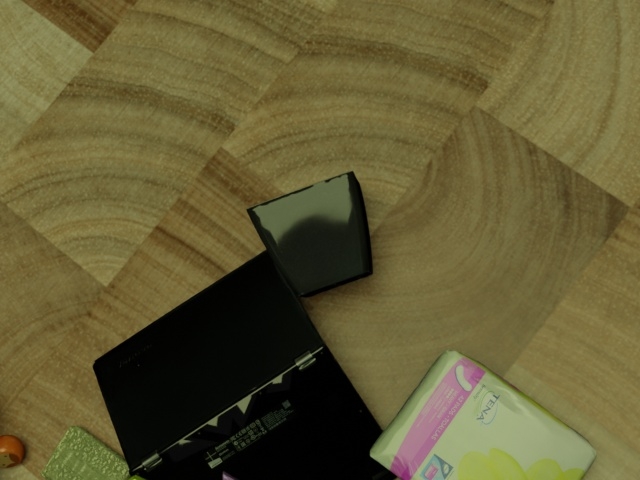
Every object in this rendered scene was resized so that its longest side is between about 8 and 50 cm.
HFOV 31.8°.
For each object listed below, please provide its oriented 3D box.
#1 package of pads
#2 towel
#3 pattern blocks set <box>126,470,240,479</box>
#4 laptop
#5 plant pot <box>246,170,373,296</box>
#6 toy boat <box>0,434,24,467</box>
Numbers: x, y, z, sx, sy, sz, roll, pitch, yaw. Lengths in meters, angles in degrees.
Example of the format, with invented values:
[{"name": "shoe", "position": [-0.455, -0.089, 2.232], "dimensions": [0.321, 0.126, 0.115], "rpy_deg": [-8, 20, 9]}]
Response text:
[{"name": "package of pads", "position": [0.261, 0.337, 1.790], "dimensions": [0.296, 0.101, 0.229], "rpy_deg": [36, 83, 8]}, {"name": "towel", "position": [-0.403, 0.397, 1.945], "dimensions": [0.148, 0.027, 0.110], "rpy_deg": [29, 80, 17]}, {"name": "pattern blocks set", "position": [-0.236, 0.506, 1.817], "dimensions": [0.325, 0.026, 0.285], "rpy_deg": [-41, 98, 6]}, {"name": "laptop", "position": [-0.132, 0.300, 1.930], "dimensions": [0.382, 0.236, 0.408], "rpy_deg": [-33, 100, 0]}, {"name": "plant pot", "position": [0.000, 0.000, 1.914], "dimensions": [0.187, 0.188, 0.167], "rpy_deg": [-19, 85, 4]}, {"name": "toy boat", "position": [-0.591, 0.369, 1.945], "dimensions": [0.151, 0.151, 0.231], "rpy_deg": [4, 73, -19]}]
